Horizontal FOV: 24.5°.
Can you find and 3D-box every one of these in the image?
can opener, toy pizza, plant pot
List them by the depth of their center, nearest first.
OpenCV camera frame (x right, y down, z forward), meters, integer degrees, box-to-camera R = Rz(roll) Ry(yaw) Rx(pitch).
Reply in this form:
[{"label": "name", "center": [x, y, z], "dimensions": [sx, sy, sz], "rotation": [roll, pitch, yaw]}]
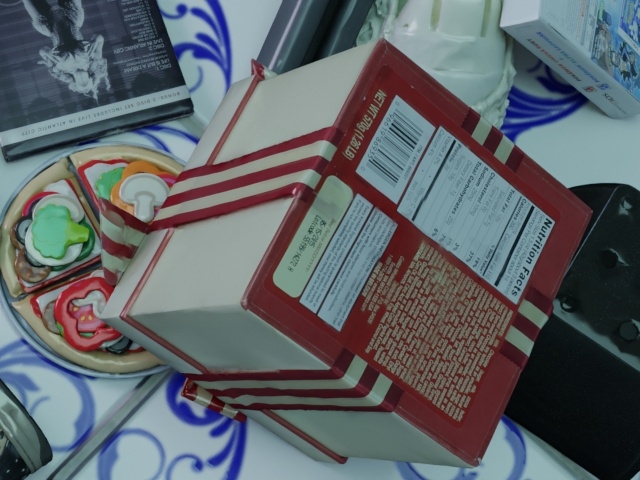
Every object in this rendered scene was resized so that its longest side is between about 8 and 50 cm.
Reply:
[{"label": "plant pot", "center": [0.235, 0.060, 1.176], "dimensions": [0.187, 0.167, 0.188], "rotation": [35, 69, 1]}, {"label": "toy pizza", "center": [-0.163, 0.011, 1.189], "dimensions": [0.201, 0.032, 0.201], "rotation": [3, 72, -9]}, {"label": "can opener", "center": [0.037, -0.241, 1.219], "dimensions": [0.076, 0.095, 0.283], "rotation": [23, 92, -30]}]

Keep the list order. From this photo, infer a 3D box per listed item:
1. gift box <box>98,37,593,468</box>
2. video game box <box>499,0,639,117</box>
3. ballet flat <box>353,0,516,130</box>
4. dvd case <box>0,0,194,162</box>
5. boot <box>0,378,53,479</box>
[{"label": "gift box", "center": [0.000, 0.000, 1.093], "dimensions": [0.276, 0.258, 0.255], "rotation": [41, 66, -20]}, {"label": "video game box", "center": [0.234, -0.237, 1.279], "dimensions": [0.187, 0.048, 0.205], "rotation": [28, 64, -41]}, {"label": "ballet flat", "center": [0.111, -0.229, 1.263], "dimensions": [0.147, 0.147, 0.409], "rotation": [11, 72, -7]}, {"label": "dvd case", "center": [-0.218, -0.187, 1.249], "dimensions": [0.164, 0.018, 0.221], "rotation": [-17, 76, -16]}, {"label": "boot", "center": [-0.337, 0.129, 1.088], "dimensions": [0.178, 0.085, 0.236], "rotation": [-43, 91, -19]}]
